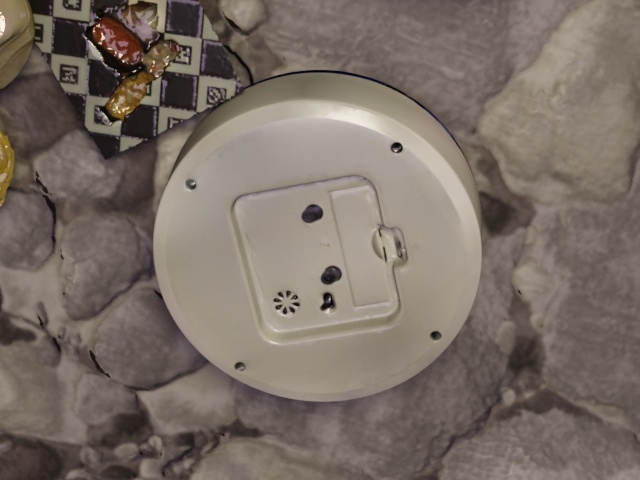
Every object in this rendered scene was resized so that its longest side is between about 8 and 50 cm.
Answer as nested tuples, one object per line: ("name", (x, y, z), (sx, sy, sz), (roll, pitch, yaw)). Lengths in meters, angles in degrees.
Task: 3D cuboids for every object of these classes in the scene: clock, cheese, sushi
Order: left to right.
("cheese", (-0.228, -0.160, 0.915), (0.092, 0.047, 0.171), (40, 98, 6))
("sushi", (-0.128, -0.137, 0.945), (0.120, 0.026, 0.126), (-24, 105, 17))
("clock", (0.000, 0.000, 0.965), (0.230, 0.083, 0.230), (1, 115, 2))

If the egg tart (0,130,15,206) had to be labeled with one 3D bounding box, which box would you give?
("egg tart", (-0.266, -0.058, 0.981), (0.105, 0.039, 0.105), (2, 114, 4))
